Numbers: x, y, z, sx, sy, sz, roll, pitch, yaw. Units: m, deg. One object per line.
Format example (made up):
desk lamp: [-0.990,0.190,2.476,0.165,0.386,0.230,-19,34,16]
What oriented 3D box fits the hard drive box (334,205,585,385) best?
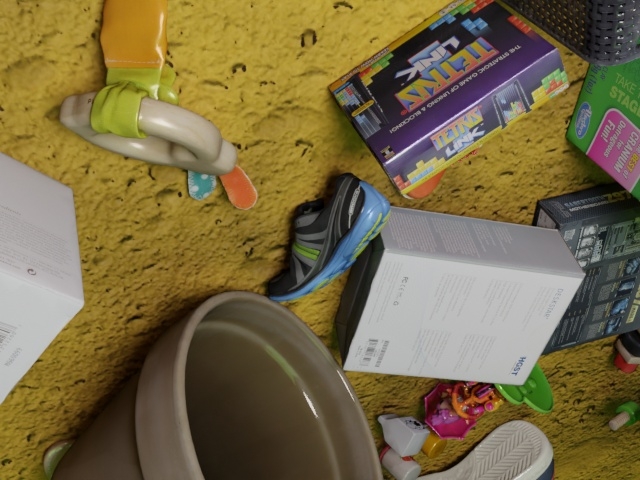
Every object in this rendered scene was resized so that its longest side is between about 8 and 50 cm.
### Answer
hard drive box: [0.151,0.068,0.844,0.232,0.089,0.181,8,125,-13]

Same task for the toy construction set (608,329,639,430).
toy construction set: [0.607,0.152,1.091,0.237,0.257,0.309,-18,111,-33]

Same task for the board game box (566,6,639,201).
board game box: [0.370,-0.123,0.660,0.064,0.317,0.242,-7,129,-18]

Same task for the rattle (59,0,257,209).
rattle: [-0.121,-0.121,0.648,0.130,0.143,0.199,-17,159,35]

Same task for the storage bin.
storage bin: [0.235,-0.232,0.605,0.122,0.180,0.084,-21,133,-6]

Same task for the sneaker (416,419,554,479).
sneaker: [0.230,0.438,1.179,0.350,0.131,0.148,-30,128,1]

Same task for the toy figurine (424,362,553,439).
toy figurine: [0.208,0.219,0.998,0.159,0.130,0.173,-40,162,25]

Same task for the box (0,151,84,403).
box: [-0.274,0.026,0.605,0.091,0.170,0.130,31,111,-36]

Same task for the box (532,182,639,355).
box: [0.357,0.037,0.958,0.183,0.059,0.233,-12,130,-13]

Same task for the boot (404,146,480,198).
boot: [0.122,-0.096,0.735,0.059,0.085,0.158,0,128,-25]

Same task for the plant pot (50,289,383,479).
plant pot: [-0.131,0.258,0.795,0.280,0.323,0.323,-31,134,25]

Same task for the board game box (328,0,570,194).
board game box: [0.108,-0.138,0.655,0.170,0.141,0.048,-34,132,5]

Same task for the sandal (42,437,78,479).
sandal: [-0.253,0.343,0.911,0.088,0.079,0.240,-32,125,-11]

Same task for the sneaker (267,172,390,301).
sneaker: [0.000,0.000,0.778,0.067,0.078,0.188,-24,160,-50]

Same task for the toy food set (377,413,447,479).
toy food set: [0.069,0.285,1.033,0.232,0.104,0.111,8,113,-48]
